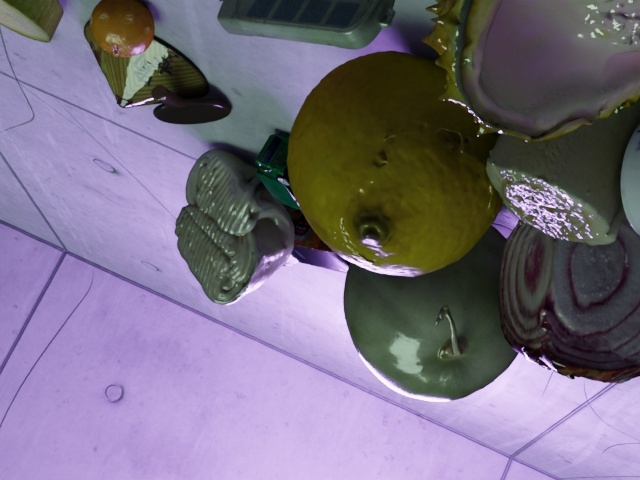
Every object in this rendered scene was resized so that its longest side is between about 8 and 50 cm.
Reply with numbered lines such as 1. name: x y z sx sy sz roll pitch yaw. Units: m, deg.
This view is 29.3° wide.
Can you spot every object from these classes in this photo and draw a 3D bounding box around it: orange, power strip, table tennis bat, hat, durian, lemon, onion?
1. orange: -0.249 -0.268 1.537 0.083 0.070 0.083 20 165 5
2. power strip: -0.022 -0.240 1.242 0.227 0.080 0.029 14 158 38
3. table tennis bat: -0.185 -0.136 1.690 0.108 0.119 0.170 -8 170 17
4. hat: -0.257 -0.219 1.692 0.193 0.082 0.193 24 163 8
5. durian: 0.165 -0.176 0.961 0.186 0.195 0.305 24 168 35
6. lemon: 0.079 -0.088 1.304 0.228 0.228 0.253 43 -163 -47
7. onion: 0.329 0.058 1.451 0.206 0.216 0.207 12 178 -10

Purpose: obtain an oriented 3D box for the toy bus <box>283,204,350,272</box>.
1. toy bus: 0.000 0.000 1.980 0.409 0.092 0.093 12 162 41

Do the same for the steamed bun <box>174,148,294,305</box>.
1. steamed bun: -0.121 -0.023 1.926 0.144 0.211 0.218 4 -152 -42

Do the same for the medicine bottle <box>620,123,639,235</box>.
1. medicine bottle: 0.437 -0.046 1.055 0.341 0.130 0.130 7 156 48

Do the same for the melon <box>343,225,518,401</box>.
1. melon: 0.155 0.077 1.644 0.272 0.308 0.271 2 136 2

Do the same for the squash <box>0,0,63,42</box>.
1. squash: -0.459 -0.345 1.619 0.252 0.048 0.252 27 175 2

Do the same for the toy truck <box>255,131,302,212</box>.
1. toy truck: -0.042 -0.099 1.774 0.079 0.065 0.147 23 166 24

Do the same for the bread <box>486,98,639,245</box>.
1. bread: 0.245 -0.086 1.205 0.134 0.141 0.148 6 155 48
